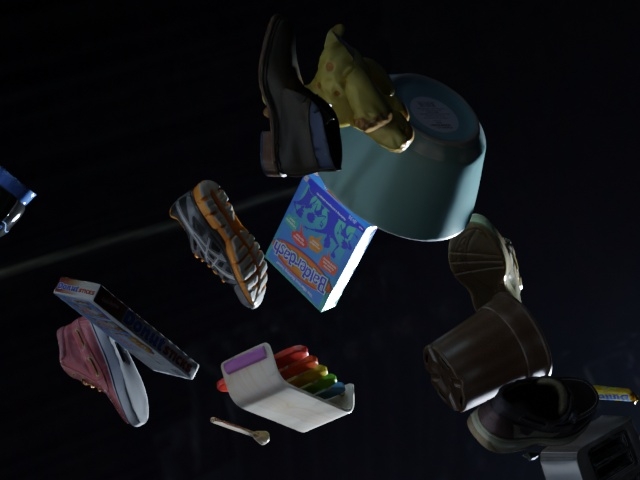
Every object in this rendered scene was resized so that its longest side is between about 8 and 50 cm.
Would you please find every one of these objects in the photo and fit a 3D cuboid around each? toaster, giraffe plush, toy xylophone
[{"bbox_3d":[0.461,0.395,2.154,0.110,0.185,0.168,-21,-90,60],"label":"toaster"},{"bbox_3d":[0.012,-0.193,1.907,0.210,0.170,0.181,45,20,-33],"label":"giraffe plush"},{"bbox_3d":[-0.081,0.305,2.539,0.322,0.236,0.081,42,31,-54],"label":"toy xylophone"}]

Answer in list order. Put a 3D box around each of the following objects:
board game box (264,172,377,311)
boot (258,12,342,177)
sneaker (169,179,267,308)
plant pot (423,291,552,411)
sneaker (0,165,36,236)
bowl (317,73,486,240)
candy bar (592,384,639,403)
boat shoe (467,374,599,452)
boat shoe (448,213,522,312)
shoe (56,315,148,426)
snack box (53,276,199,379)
[{"bbox_3d":[0.000,0.000,2.341,0.160,0.047,0.210,43,-52,22],"label":"board game box"},{"bbox_3d":[-0.020,-0.190,1.729,0.106,0.082,0.219,6,-74,24],"label":"boot"},{"bbox_3d":[-0.154,0.011,2.002,0.083,0.084,0.215,-22,-77,26],"label":"sneaker"},{"bbox_3d":[0.272,0.195,2.180,0.167,0.165,0.167,54,-20,30],"label":"plant pot"},{"bbox_3d":[-0.437,-0.053,1.653,0.081,0.090,0.232,43,-12,-25],"label":"sneaker"},{"bbox_3d":[0.154,-0.166,2.198,0.311,0.311,0.163,56,-44,30],"label":"bowl"},{"bbox_3d":[0.471,0.262,2.239,0.161,0.018,0.040,2,-28,37],"label":"candy bar"},{"bbox_3d":[0.343,0.252,1.976,0.103,0.285,0.092,57,-50,28],"label":"boat shoe"},{"bbox_3d":[0.313,0.040,2.412,0.109,0.098,0.302,-1,-39,25],"label":"boat shoe"},{"bbox_3d":[-0.310,0.190,1.841,0.178,0.081,0.063,67,14,7],"label":"shoe"},{"bbox_3d":[-0.204,0.095,1.378,0.064,0.022,0.178,9,-26,39],"label":"snack box"}]
